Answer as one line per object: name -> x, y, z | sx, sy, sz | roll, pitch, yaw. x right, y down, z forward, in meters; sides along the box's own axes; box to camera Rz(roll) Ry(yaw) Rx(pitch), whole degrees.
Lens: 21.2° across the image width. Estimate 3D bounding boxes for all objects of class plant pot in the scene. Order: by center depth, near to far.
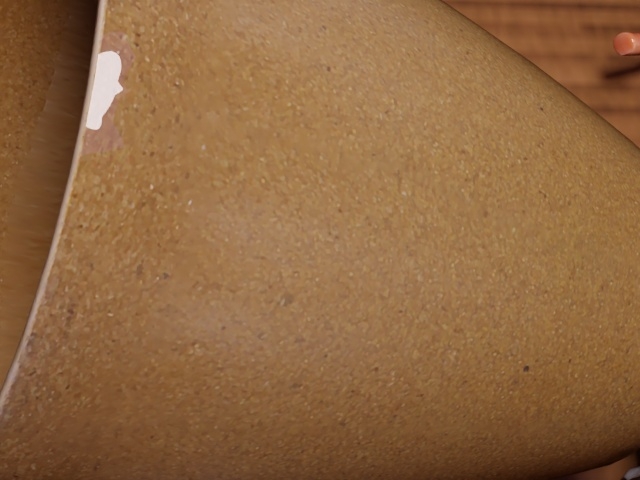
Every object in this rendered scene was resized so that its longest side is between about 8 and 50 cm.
plant pot -> 0.000, 0.000, 0.597 | 0.254, 0.237, 0.237 | 13, 62, -23

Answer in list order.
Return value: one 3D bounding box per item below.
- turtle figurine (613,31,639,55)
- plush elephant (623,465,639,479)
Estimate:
turtle figurine -> 0.209, -0.201, 0.800 | 0.269, 0.087, 0.217 | -24, 76, -22
plush elephant -> 0.297, 0.020, 0.632 | 0.255, 0.272, 0.330 | 36, 90, 19
